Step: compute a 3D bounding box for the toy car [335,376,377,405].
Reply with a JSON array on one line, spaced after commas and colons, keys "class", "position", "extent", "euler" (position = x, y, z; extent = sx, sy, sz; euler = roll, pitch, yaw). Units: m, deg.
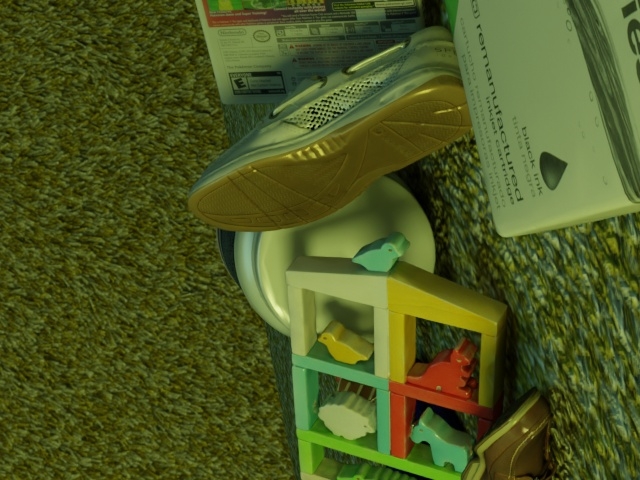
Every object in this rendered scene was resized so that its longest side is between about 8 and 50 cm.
[{"class": "toy car", "position": [0.049, 0.126, 1.519], "extent": [0.239, 0.053, 0.225], "euler": [-126, 27, -69]}]

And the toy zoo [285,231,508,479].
[{"class": "toy zoo", "position": [0.065, 0.122, 1.070], "extent": [0.030, 0.192, 0.293], "euler": [-50, -34, -48]}]

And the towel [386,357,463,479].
[{"class": "towel", "position": [0.108, 0.299, 1.306], "extent": [0.228, 0.076, 0.308], "euler": [-118, 19, -58]}]

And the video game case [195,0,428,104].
[{"class": "video game case", "position": [-0.011, -0.201, 1.047], "extent": [0.023, 0.201, 0.183], "euler": [-64, -31, -49]}]

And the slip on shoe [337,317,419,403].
[{"class": "slip on shoe", "position": [0.062, 0.117, 1.284], "extent": [0.135, 0.051, 0.041], "euler": [-63, -11, -9]}]

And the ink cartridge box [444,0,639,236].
[{"class": "ink cartridge box", "position": [0.142, -0.124, 0.467], "extent": [0.289, 0.121, 0.211], "euler": [151, 107, -80]}]

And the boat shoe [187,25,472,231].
[{"class": "boat shoe", "position": [0.006, -0.093, 1.037], "extent": [0.098, 0.277, 0.096], "euler": [37, -141, -45]}]

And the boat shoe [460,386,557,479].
[{"class": "boat shoe", "position": [0.156, 0.166, 0.946], "extent": [0.060, 0.064, 0.178], "euler": [42, 159, 18]}]

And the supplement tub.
[{"class": "supplement tub", "position": [0.000, 0.000, 1.244], "extent": [0.272, 0.191, 0.191], "euler": [-144, 44, -77]}]
